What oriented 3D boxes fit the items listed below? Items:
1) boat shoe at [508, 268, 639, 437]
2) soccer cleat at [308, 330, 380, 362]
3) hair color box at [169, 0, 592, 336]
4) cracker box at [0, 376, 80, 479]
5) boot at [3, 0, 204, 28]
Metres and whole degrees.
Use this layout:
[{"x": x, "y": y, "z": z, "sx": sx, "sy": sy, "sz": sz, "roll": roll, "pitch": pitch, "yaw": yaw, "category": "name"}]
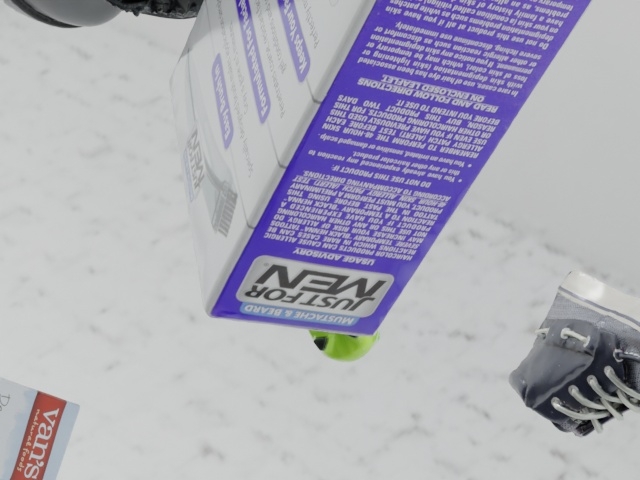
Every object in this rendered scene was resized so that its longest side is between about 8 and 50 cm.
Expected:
[{"x": 0.310, "y": 0.143, "z": 1.476, "sx": 0.127, "sy": 0.158, "sz": 0.340, "roll": 32, "pitch": 0, "yaw": -15, "category": "boat shoe"}, {"x": 0.000, "y": 0.000, "z": 1.044, "sx": 0.060, "sy": 0.072, "sz": 0.179, "roll": -16, "pitch": -93, "yaw": 18, "category": "soccer cleat"}, {"x": 0.033, "y": -0.131, "z": 0.711, "sx": 0.339, "sy": 0.110, "sz": 0.185, "roll": -58, "pitch": -148, "yaw": 39, "category": "hair color box"}, {"x": -0.234, "y": 0.117, "z": 0.673, "sx": 0.067, "sy": 0.156, "sz": 0.232, "roll": 8, "pitch": -14, "yaw": 40, "category": "cracker box"}, {"x": -0.137, "y": -0.186, "z": 0.970, "sx": 0.207, "sy": 0.094, "sz": 0.246, "roll": 22, "pitch": -6, "yaw": 26, "category": "boot"}]
